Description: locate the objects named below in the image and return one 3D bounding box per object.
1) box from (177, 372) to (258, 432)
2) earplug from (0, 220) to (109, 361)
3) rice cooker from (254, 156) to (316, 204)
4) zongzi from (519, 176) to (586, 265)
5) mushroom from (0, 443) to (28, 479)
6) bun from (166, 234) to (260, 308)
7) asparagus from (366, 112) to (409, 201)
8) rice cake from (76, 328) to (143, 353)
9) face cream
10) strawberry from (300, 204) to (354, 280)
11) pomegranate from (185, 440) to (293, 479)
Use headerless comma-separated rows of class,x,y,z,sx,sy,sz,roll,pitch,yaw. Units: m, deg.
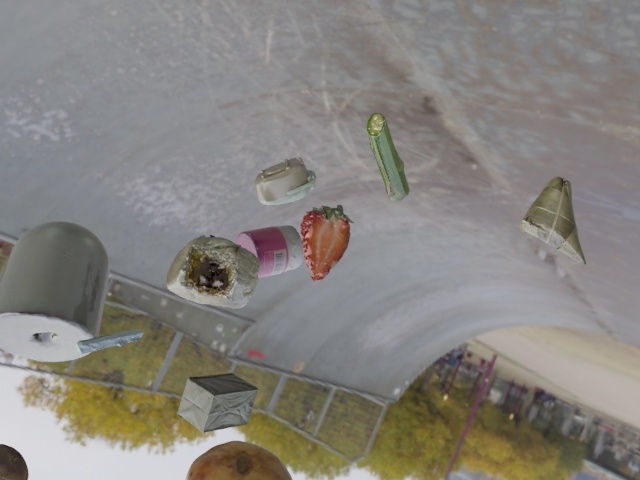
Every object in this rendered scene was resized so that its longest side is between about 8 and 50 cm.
box,-0.370,0.583,2.419,0.149,0.155,0.231,22,-173,36
earplug,-0.819,0.132,2.068,0.313,0.394,0.312,0,146,0
rice cooker,-0.119,-0.193,2.220,0.145,0.206,0.127,-109,-6,-64
zongzi,0.580,-0.052,1.568,0.176,0.160,0.078,33,176,23
mushroom,-0.678,0.490,1.413,0.127,0.127,0.087,24,176,-2
bun,-0.318,0.089,2.040,0.282,0.204,0.281,13,161,5
asparagus,0.170,-0.204,1.698,0.067,0.060,0.277,-10,139,18
rice cake,-0.570,0.274,1.825,0.180,0.030,0.042,-9,-152,-39
face cream,-0.184,0.039,2.416,0.195,0.175,0.175,-10,-165,-33
strawberry,0.013,0.005,2.074,0.174,0.228,0.098,-4,-172,-30
pomegranate,-0.246,0.771,1.988,0.338,0.338,0.338,24,174,3
